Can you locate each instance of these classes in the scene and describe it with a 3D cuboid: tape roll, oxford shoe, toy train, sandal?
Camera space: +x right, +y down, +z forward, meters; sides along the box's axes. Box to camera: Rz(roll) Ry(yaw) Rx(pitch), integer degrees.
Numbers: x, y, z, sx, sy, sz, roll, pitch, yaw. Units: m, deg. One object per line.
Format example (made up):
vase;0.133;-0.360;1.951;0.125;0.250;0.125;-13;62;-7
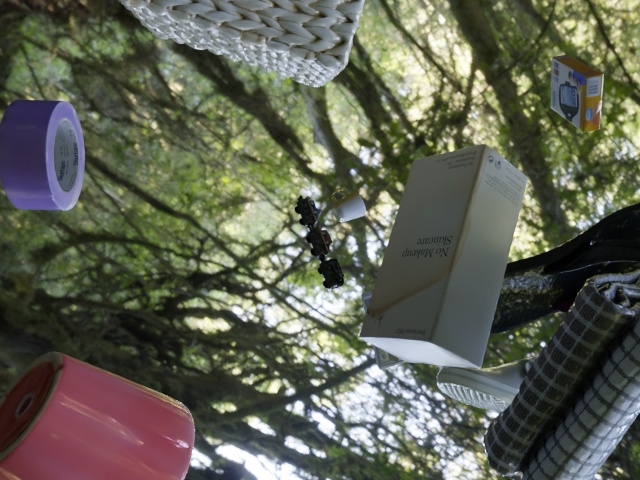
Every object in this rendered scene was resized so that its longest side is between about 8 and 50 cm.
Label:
tape roll;-0.475;-0.146;1.174;0.080;0.189;0.189;2;-133;-2
oxford shoe;0.423;0.288;1.362;0.169;0.449;0.130;-17;-119;63
toy train;0.000;0.000;1.013;0.027;0.036;0.158;-49;-125;47
sandal;0.488;0.073;1.252;0.445;0.168;0.107;-25;-154;9

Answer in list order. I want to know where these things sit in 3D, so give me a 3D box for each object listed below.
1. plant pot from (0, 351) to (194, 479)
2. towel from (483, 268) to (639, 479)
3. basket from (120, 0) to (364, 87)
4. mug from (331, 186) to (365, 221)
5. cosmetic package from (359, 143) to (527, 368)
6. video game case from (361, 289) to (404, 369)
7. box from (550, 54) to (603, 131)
plant pot;-0.377;0.319;1.083;0.274;0.243;0.275;-32;-147;23
towel;0.319;0.153;0.790;0.121;0.283;0.235;36;-68;28
basket;-0.090;-0.398;0.976;0.331;0.328;0.267;-122;-132;-79
mug;0.059;-0.078;1.606;0.064;0.062;0.078;-27;-135;-17
cosmetic package;0.187;0.024;1.029;0.160;0.113;0.310;-9;-124;54
video game case;0.188;0.157;1.368;0.190;0.173;0.022;-17;-158;-6
box;0.369;-0.219;0.999;0.028;0.081;0.136;-10;-152;-3
